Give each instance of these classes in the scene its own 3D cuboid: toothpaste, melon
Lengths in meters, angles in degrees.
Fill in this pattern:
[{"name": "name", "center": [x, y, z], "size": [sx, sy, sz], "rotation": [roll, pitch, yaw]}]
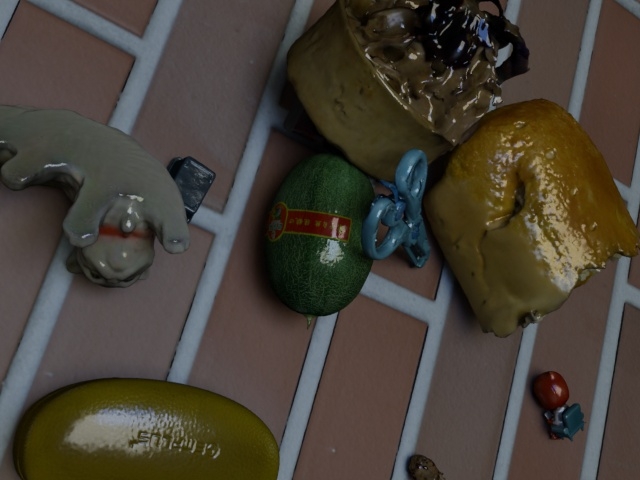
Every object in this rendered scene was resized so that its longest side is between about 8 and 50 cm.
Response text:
[{"name": "toothpaste", "center": [0.062, -0.171, 1.503], "size": [0.266, 0.061, 0.096], "rotation": [32, 68, -15]}, {"name": "melon", "center": [0.000, 0.000, 1.356], "size": [0.182, 0.182, 0.287], "rotation": [13, 75, -28]}]

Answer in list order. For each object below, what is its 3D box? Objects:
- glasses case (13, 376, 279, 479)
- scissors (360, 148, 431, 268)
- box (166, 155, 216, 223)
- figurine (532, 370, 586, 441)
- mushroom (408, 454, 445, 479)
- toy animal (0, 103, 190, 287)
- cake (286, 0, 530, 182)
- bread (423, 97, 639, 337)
[{"name": "glasses case", "center": [-0.230, 0.286, 1.192], "size": [0.371, 0.141, 0.173], "rotation": [16, 73, -28]}, {"name": "scissors", "center": [0.142, -0.018, 1.374], "size": [0.032, 0.393, 0.180], "rotation": [27, 80, 21]}, {"name": "box", "center": [-0.211, -0.082, 1.319], "size": [0.074, 0.054, 0.099], "rotation": [35, 65, -23]}, {"name": "figurine", "center": [0.457, 0.316, 1.629], "size": [0.068, 0.075, 0.140], "rotation": [-26, 97, -31]}, {"name": "mushroom", "center": [0.229, 0.466, 1.453], "size": [0.227, 0.148, 0.217], "rotation": [-7, 69, -36]}, {"name": "toy animal", "center": [-0.359, -0.058, 1.192], "size": [0.308, 0.188, 0.266], "rotation": [0, 60, -20]}, {"name": "cake", "center": [0.156, -0.295, 1.363], "size": [0.332, 0.321, 0.332], "rotation": [37, 30, -27]}, {"name": "bread", "center": [0.394, -0.060, 1.556], "size": [0.361, 0.250, 0.394], "rotation": [-26, 94, -32]}]
